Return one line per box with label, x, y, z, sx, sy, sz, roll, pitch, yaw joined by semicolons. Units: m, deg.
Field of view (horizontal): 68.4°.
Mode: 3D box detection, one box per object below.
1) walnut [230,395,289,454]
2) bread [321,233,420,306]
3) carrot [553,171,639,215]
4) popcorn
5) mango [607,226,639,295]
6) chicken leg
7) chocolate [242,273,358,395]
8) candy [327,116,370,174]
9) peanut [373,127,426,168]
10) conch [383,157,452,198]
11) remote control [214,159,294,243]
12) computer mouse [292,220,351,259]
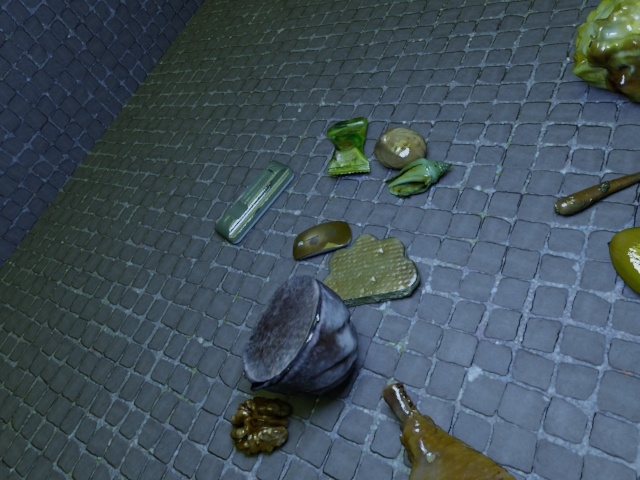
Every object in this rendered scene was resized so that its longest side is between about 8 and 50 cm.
walnut;-0.160;0.460;1.188;0.170;0.069;0.143;-18;53;21
bread;0.135;0.077;1.299;0.286;0.056;0.208;-9;58;24
carrot;0.693;-0.123;1.144;0.254;0.049;0.049;-24;50;7
popcorn;0.822;-0.525;1.187;0.312;0.312;0.312;-15;52;20
mango;0.705;0.066;0.968;0.137;0.091;0.238;-32;48;14
chicken leg;0.209;0.476;0.924;0.295;0.182;0.409;-50;43;11
chocolate;-0.025;0.257;1.158;0.303;0.213;0.303;-42;28;29
candy;0.092;-0.309;1.588;0.148;0.069;0.247;-11;49;16
peanut;0.251;-0.284;1.458;0.159;0.109;0.141;29;85;27
conch;0.288;-0.188;1.390;0.200;0.079;0.095;-34;59;27
remote control;-0.235;-0.143;1.655;0.128;0.065;0.335;30;76;37
computer mouse;0.000;-0.001;1.438;0.198;0.045;0.102;-16;49;18
